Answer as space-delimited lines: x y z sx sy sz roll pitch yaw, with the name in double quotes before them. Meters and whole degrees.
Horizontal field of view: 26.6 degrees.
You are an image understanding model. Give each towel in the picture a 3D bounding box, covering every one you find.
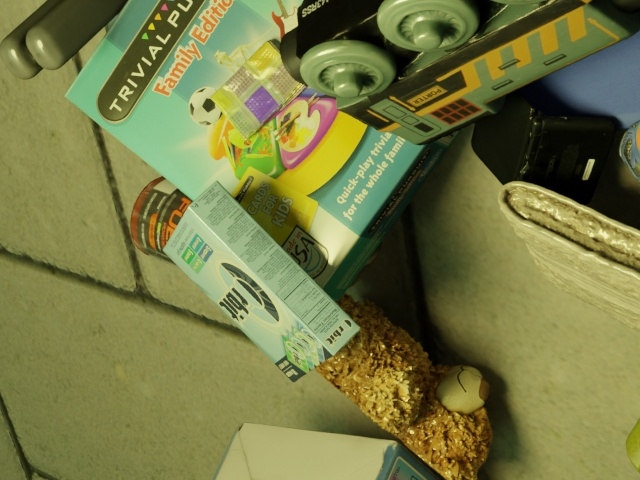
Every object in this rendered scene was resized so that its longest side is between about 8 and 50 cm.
"towel" 0.293 0.049 1.183 0.282 0.049 0.187 28 170 30
"towel" -0.057 -0.141 1.262 0.083 0.009 0.060 -42 75 12

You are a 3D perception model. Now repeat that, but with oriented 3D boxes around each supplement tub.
"supplement tub" -0.123 -0.006 1.596 0.198 0.106 0.106 19 132 35

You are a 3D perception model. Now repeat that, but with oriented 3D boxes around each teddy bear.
"teddy bear" 0.055 0.120 1.448 0.338 0.113 0.245 39 179 12

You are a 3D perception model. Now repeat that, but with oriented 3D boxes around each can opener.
"can opener" -0.231 -0.271 1.352 0.076 0.283 0.095 -12 120 35

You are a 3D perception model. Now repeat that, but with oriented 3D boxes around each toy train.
"toy train" 0.123 -0.188 1.060 0.190 0.142 0.334 22 147 -37

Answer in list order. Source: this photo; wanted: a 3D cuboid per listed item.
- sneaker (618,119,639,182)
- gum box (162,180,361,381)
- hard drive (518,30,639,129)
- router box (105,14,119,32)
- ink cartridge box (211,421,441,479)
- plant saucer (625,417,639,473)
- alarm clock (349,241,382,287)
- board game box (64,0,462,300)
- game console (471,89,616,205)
"sneaker" 0.332 -0.029 1.124 0.221 0.083 0.087 48 170 -13
"gum box" -0.059 0.043 1.259 0.184 0.041 0.157 46 159 1
"hard drive" 0.250 -0.194 1.106 0.319 0.040 0.210 -5 116 48
"router box" -0.197 -0.263 1.517 0.122 0.038 0.092 17 132 37
"ink cartridge box" 0.084 0.382 1.585 0.270 0.151 0.395 -2 144 48
"plant saucer" 0.387 0.211 1.287 0.188 0.045 0.188 37 140 20
"alarm clock" 0.000 0.000 1.384 0.129 0.192 0.064 22 136 -18
"board game box" -0.047 -0.142 1.306 0.336 0.079 0.253 38 99 17
"game console" 0.196 -0.092 1.204 0.107 0.071 0.122 1 147 -2
